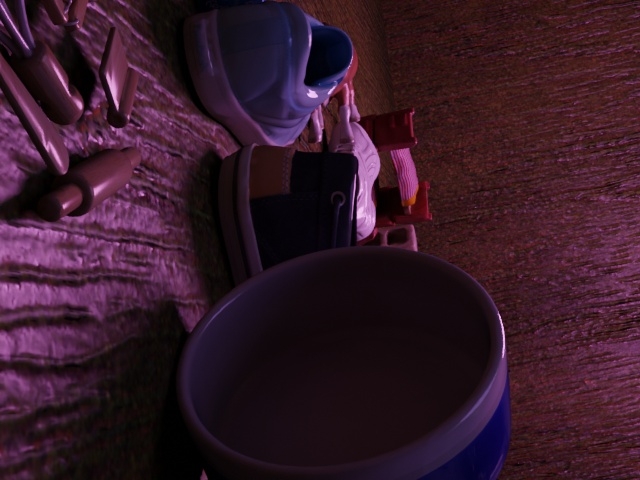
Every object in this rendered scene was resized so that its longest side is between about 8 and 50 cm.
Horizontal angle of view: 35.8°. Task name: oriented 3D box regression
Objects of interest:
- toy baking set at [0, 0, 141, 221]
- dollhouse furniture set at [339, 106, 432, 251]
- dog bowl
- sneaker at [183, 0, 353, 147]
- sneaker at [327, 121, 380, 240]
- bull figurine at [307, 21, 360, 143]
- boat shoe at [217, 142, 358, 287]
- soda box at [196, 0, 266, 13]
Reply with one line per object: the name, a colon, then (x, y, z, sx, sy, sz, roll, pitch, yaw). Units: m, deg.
toy baking set: (-0.172, -0.109, 0.619, 0.256, 0.030, 0.197, -72, 149, -69)
dollhouse furniture set: (0.122, -0.049, 1.835, 0.374, 0.152, 0.201, -88, 165, -46)
dog bowl: (0.022, 0.123, 0.813, 0.265, 0.265, 0.104, -85, 165, -54)
sneaker: (-0.029, -0.177, 1.108, 0.366, 0.150, 0.135, -12, 94, -80)
sneaker: (0.048, -0.121, 1.682, 0.115, 0.090, 0.232, 59, 24, -57)
bull figurine: (0.005, -0.251, 1.513, 0.310, 0.101, 0.188, -61, 145, -70)
boat shoe: (0.016, 0.121, 1.108, 0.187, 0.156, 0.500, -83, 163, -62)
soda box: (-0.095, -0.330, 1.093, 0.210, 0.071, 0.067, -87, 164, -48)
